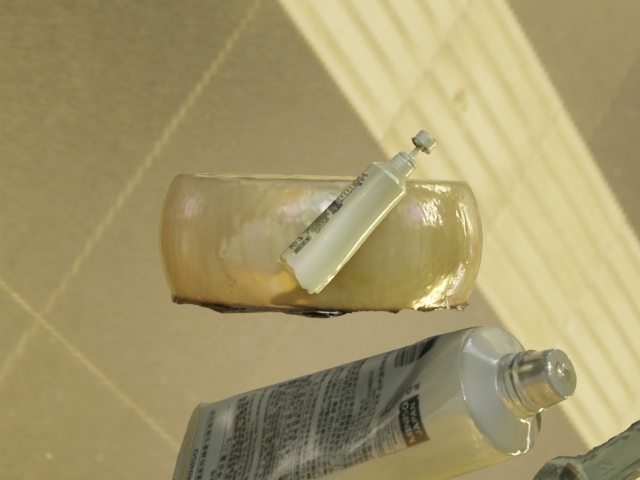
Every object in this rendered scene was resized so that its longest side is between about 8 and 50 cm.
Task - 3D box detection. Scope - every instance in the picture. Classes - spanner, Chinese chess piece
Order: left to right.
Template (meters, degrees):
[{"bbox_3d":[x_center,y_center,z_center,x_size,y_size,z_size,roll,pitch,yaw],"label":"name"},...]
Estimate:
[{"bbox_3d":[0.000,0.000,1.299,0.257,0.257,0.104,-1,94,-49],"label":"Chinese chess piece"},{"bbox_3d":[0.266,0.109,1.134,0.302,0.071,0.017,-38,155,19],"label":"spanner"}]

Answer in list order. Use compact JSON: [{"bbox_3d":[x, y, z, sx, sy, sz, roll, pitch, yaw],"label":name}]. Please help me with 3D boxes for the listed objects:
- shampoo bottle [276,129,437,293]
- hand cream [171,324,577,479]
[{"bbox_3d":[0.029,-0.024,1.146,0.141,0.049,0.034,-46,106,-3],"label":"shampoo bottle"},{"bbox_3d":[0.018,0.125,1.037,0.077,0.340,0.124,35,50,-32],"label":"hand cream"}]
